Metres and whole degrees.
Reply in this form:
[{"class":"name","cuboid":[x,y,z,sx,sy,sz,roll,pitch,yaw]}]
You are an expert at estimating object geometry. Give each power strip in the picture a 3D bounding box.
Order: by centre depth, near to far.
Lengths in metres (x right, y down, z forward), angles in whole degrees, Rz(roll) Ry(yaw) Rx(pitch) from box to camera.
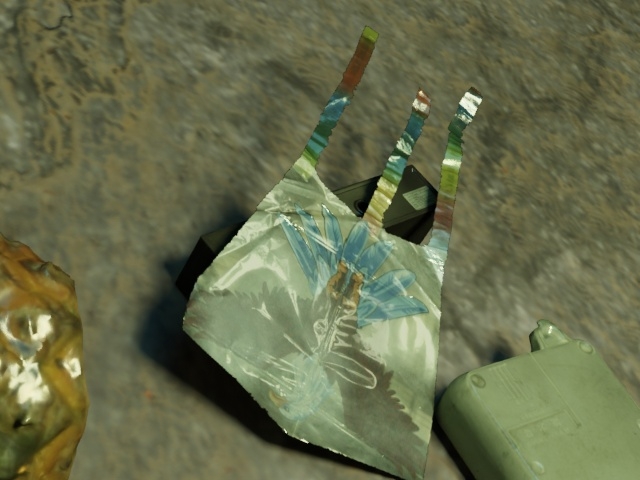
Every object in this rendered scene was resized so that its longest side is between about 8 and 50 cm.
[{"class":"power strip","cuboid":[0.171,0.166,0.762,0.118,0.046,0.270,-11,57,-37]}]

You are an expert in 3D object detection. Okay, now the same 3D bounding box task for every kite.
[{"class":"kite","cuboid":[0.021,-0.015,0.805,0.169,0.015,0.310,31,50,-21]}]

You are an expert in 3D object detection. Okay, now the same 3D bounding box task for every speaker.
[{"class":"speaker","cuboid":[0.000,0.000,0.826,0.191,0.046,0.040,-20,62,-44]}]

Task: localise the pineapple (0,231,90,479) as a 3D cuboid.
[{"class":"pineapple","cuboid":[-0.254,0.072,0.529,0.310,0.141,0.170,-1,74,-24]}]
